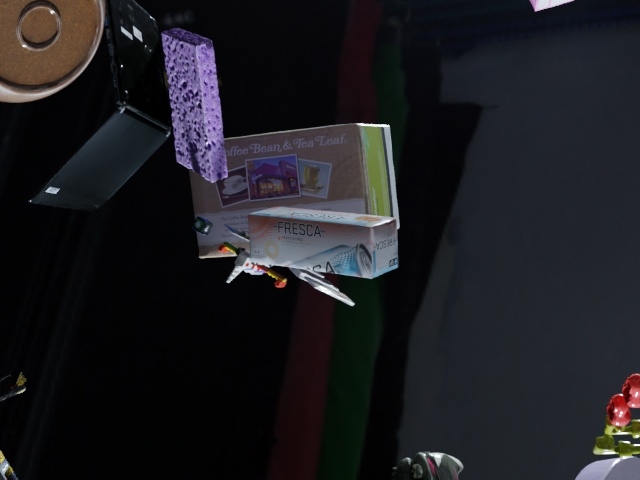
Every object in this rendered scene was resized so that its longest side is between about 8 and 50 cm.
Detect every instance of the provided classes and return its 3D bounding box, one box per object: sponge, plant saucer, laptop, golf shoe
[{"bbox_3d":[-0.187,-0.201,1.338,0.031,0.117,0.210,-20,-58,-29],"label":"sponge"},{"bbox_3d":[-0.270,-0.204,0.851,0.168,0.029,0.169,-31,-41,-31],"label":"plant saucer"},{"bbox_3d":[-0.292,-0.183,1.192,0.234,0.136,0.265,11,-109,-85],"label":"laptop"},{"bbox_3d":[0.197,0.470,1.424,0.120,0.105,0.273,6,-108,-37],"label":"golf shoe"}]

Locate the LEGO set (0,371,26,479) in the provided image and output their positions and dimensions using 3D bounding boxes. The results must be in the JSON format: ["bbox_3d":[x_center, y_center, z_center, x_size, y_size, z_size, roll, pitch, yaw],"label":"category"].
[{"bbox_3d":[-0.391,0.221,0.802,0.192,0.254,0.331,59,172,-2],"label":"LEGO set"}]

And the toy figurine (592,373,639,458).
[{"bbox_3d":[0.399,0.235,0.859,0.363,0.191,0.217,86,176,-58],"label":"toy figurine"}]

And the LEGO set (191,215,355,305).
[{"bbox_3d":[-0.085,0.041,1.397,0.244,0.182,0.060,27,-85,-27],"label":"LEGO set"}]

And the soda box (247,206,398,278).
[{"bbox_3d":[0.000,0.000,1.068,0.058,0.183,0.063,-19,-70,-51],"label":"soda box"}]

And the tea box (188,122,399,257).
[{"bbox_3d":[-0.040,-0.101,1.739,0.323,0.328,0.220,-20,-75,-73],"label":"tea box"}]

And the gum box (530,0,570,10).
[{"bbox_3d":[0.307,-0.414,1.208,0.188,0.062,0.107,79,174,-64],"label":"gum box"}]

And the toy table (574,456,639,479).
[{"bbox_3d":[0.174,0.302,0.623,0.252,0.160,0.274,27,-126,-31],"label":"toy table"}]
